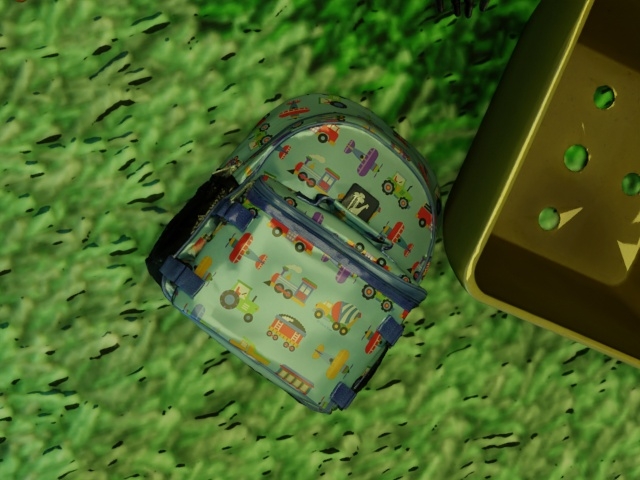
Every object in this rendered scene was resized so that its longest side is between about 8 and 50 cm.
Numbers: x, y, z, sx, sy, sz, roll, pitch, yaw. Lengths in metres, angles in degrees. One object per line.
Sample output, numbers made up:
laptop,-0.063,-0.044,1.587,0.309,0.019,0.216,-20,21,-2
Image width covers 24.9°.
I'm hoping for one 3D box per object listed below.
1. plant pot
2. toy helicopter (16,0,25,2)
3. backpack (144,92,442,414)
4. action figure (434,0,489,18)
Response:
plant pot,0.189,-0.041,0.876,0.212,0.187,0.212,23,92,-14
toy helicopter,-0.182,-0.296,0.813,0.355,0.140,0.235,-43,124,10
backpack,0.000,0.000,0.893,0.158,0.117,0.173,40,87,-12
action figure,0.076,-0.276,0.865,0.164,0.141,0.276,19,67,-2
